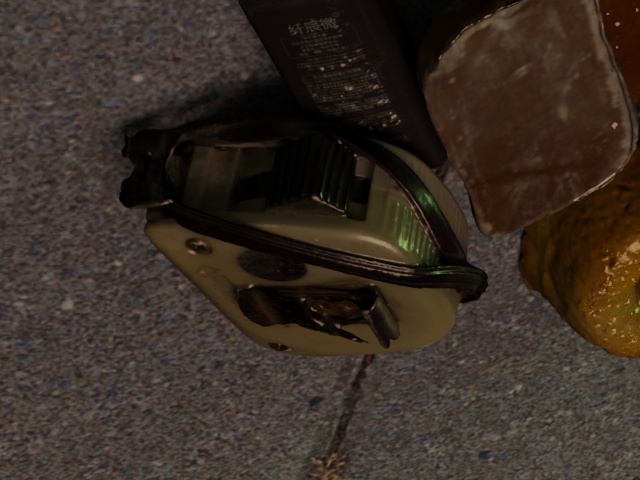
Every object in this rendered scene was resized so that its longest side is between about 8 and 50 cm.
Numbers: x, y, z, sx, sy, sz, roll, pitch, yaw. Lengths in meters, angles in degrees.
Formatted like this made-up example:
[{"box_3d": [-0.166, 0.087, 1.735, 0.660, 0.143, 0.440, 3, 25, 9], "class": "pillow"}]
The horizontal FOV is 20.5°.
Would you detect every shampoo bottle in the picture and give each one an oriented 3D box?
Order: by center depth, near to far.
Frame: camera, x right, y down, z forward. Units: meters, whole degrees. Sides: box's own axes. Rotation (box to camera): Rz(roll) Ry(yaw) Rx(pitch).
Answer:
[{"box_3d": [0.011, -0.157, 1.354, 0.098, 0.071, 0.309, -8, 146, 18], "class": "shampoo bottle"}]

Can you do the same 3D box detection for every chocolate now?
[{"box_3d": [0.158, -0.125, 1.417, 0.157, 0.080, 0.254, -26, 140, 2], "class": "chocolate"}]

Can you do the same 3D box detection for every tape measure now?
[{"box_3d": [0.000, 0.000, 1.431, 0.231, 0.133, 0.271, -6, 146, 28], "class": "tape measure"}]

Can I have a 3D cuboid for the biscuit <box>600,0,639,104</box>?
[{"box_3d": [0.256, -0.223, 1.430, 0.186, 0.044, 0.295, -2, 137, -19], "class": "biscuit"}]

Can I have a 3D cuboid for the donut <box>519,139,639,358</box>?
[{"box_3d": [0.335, 0.007, 1.676, 0.277, 0.108, 0.277, -14, 140, -12], "class": "donut"}]
